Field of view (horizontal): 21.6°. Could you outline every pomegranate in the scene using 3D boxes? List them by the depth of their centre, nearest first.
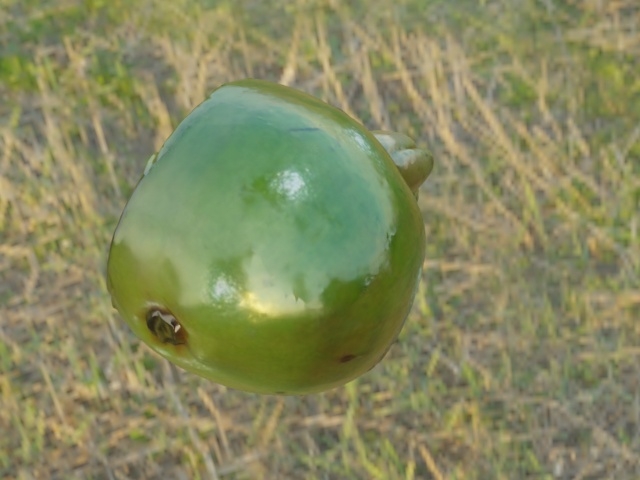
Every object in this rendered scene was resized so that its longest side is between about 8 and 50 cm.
[{"bbox_3d":[-0.008,0.012,1.048,0.159,0.241,0.190,29,97,21],"label":"pomegranate"}]
